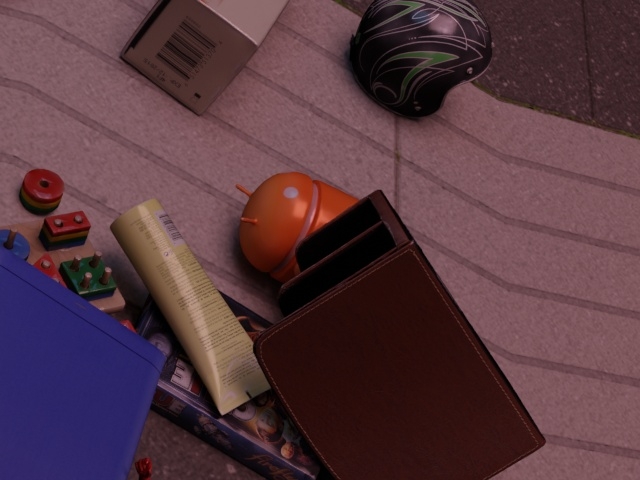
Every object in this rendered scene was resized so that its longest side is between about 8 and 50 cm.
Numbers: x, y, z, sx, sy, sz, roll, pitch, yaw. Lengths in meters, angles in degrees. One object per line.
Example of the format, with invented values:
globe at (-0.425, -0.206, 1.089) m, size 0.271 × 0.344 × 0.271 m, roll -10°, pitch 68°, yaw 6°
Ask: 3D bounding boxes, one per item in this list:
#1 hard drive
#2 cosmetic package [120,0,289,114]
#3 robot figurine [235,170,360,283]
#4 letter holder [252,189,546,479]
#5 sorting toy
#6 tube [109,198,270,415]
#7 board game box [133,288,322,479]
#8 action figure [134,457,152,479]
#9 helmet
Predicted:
hard drive at (-0.266, 0.153, 1.722) m, size 0.210 × 0.040 × 0.318 m, roll 34°, pitch 30°, yaw -14°
cosmetic package at (-0.109, -0.312, 2.286) m, size 0.129 × 0.153 × 0.296 m, roll 37°, pitch 42°, yaw -8°
robot figurine at (0.000, 0.001, 2.134) m, size 0.219 × 0.128 × 0.158 m, roll 25°, pitch 67°, yaw -18°
letter holder at (0.067, 0.139, 2.015) m, size 0.302 × 0.214 × 0.152 m, roll 55°, pitch 4°, yaw -26°
sorting toy at (-0.281, 0.030, 1.936) m, size 0.132 × 0.046 × 0.274 m, roll -11°, pitch 55°, yaw -34°
tube at (-0.139, 0.070, 1.972) m, size 0.070 × 0.062 × 0.240 m, roll -34°, pitch 83°, yaw -2°
board game box at (-0.094, 0.149, 2.010) m, size 0.243 × 0.042 × 0.165 m, roll 32°, pitch 44°, yaw -12°
action figure at (-0.212, 0.251, 1.779) m, size 0.280 × 0.139 × 0.091 m, roll 26°, pitch 47°, yaw -21°
helmet at (0.134, -0.258, 2.414) m, size 0.169 × 0.161 × 0.169 m, roll 20°, pitch 48°, yaw -23°
